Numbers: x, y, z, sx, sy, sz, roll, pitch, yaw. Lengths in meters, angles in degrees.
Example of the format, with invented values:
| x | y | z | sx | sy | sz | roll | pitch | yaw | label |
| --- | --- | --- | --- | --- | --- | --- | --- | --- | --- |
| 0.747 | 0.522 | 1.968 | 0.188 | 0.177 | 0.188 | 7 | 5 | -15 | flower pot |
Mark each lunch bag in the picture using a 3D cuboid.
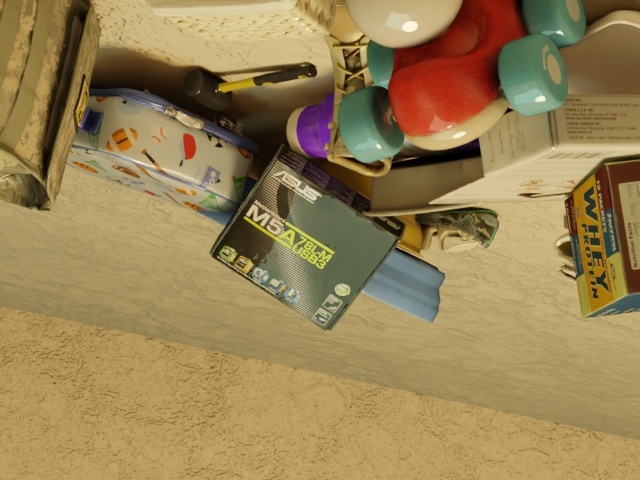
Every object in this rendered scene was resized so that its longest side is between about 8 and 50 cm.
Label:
| x | y | z | sx | sy | sz | roll | pitch | yaw | label |
| --- | --- | --- | --- | --- | --- | --- | --- | --- | --- |
| -0.359 | -0.185 | 1.817 | 0.169 | 0.235 | 0.287 | 2 | 162 | 32 | lunch bag |
| -0.236 | -0.130 | 2.102 | 0.243 | 0.115 | 0.303 | 24 | 171 | -33 | lunch bag |

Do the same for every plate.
| x | y | z | sx | sy | sz | roll | pitch | yaw | label |
| --- | --- | --- | --- | --- | --- | --- | --- | --- | --- |
| 0.348 | -0.168 | 1.709 | 0.278 | 0.045 | 0.277 | 17 | 162 | -22 | plate |

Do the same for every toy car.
| x | y | z | sx | sy | sz | roll | pitch | yaw | label |
| --- | --- | --- | --- | --- | --- | --- | --- | --- | --- |
| 0.099 | -0.228 | 1.525 | 0.219 | 0.210 | 0.238 | -14 | 124 | 31 | toy car |

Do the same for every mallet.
| x | y | z | sx | sy | sz | roll | pitch | yaw | label |
| --- | --- | --- | --- | --- | --- | --- | --- | --- | --- |
| -0.090 | -0.197 | 1.966 | 0.189 | 0.039 | 0.062 | -10 | 158 | 44 | mallet |

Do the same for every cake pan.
| x | y | z | sx | sy | sz | roll | pitch | yaw | label |
| --- | --- | --- | --- | --- | --- | --- | --- | --- | --- |
| 0.190 | -0.080 | 1.913 | 0.293 | 0.054 | 0.293 | -10 | -175 | 1 | cake pan |

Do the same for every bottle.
| x | y | z | sx | sy | sz | roll | pitch | yaw | label |
| --- | --- | --- | --- | --- | --- | --- | --- | --- | --- |
| 0.079 | -0.141 | 1.914 | 0.283 | 0.092 | 0.118 | -4 | 172 | 44 | bottle |

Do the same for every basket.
| x | y | z | sx | sy | sz | roll | pitch | yaw | label |
| --- | --- | --- | --- | --- | --- | --- | --- | --- | --- |
| -0.070 | -0.262 | 1.570 | 0.167 | 0.113 | 0.103 | 3 | 166 | 29 | basket |

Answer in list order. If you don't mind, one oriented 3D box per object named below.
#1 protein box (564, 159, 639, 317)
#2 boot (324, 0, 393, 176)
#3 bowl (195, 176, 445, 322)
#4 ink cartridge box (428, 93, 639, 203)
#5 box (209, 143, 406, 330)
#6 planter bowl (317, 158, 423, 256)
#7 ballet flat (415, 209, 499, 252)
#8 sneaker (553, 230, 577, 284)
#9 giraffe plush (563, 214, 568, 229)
| x | y | z | sx | sy | sz | roll | pitch | yaw | label |
| --- | --- | --- | --- | --- | --- | --- | --- | --- | --- |
| 0.381 | -0.006 | 1.675 | 0.201 | 0.136 | 0.200 | -6 | 171 | -4 | protein box |
| 0.037 | -0.169 | 1.710 | 0.077 | 0.165 | 0.213 | 4 | 165 | 23 | boot |
| 0.000 | 0.000 | 2.272 | 0.391 | 0.077 | 0.391 | 26 | -179 | 0 | bowl |
| 0.283 | -0.093 | 1.680 | 0.275 | 0.060 | 0.239 | -2 | 170 | -28 | ink cartridge box |
| -0.018 | -0.001 | 2.030 | 0.190 | 0.045 | 0.184 | 34 | 127 | -6 | box |
| 0.060 | -0.063 | 2.176 | 0.217 | 0.090 | 0.217 | 26 | 180 | 0 | planter bowl |
| 0.172 | -0.015 | 2.367 | 0.188 | 0.070 | 0.070 | 1 | 161 | 35 | ballet flat |
| 0.369 | 0.007 | 2.123 | 0.169 | 0.108 | 0.292 | 16 | -176 | -25 | sneaker |
| 0.425 | -0.038 | 1.923 | 0.210 | 0.181 | 0.170 | 0 | 159 | -27 | giraffe plush |
